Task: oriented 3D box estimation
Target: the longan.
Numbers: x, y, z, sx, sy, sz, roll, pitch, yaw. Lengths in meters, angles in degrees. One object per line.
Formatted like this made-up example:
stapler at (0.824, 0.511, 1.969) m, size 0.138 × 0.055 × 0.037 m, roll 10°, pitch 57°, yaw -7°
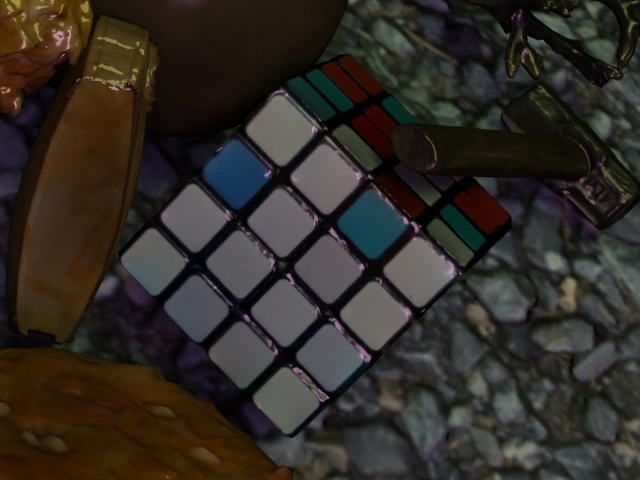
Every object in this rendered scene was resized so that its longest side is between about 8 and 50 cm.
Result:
longan at (-0.095, -0.184, 1.235) m, size 0.248 × 0.248 × 0.248 m, roll 13°, pitch 57°, yaw -21°

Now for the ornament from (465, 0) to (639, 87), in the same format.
ornament at (0.152, -0.207, 1.449) m, size 0.236 × 0.080 × 0.202 m, roll 42°, pitch 44°, yaw 16°

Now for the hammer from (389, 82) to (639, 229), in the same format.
hammer at (0.120, -0.058, 1.266) m, size 0.111 × 0.043 × 0.365 m, roll 50°, pitch 17°, yaw 14°

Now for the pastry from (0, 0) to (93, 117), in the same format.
pastry at (-0.232, -0.114, 1.133) m, size 0.102 × 0.250 × 0.154 m, roll 9°, pitch 58°, yaw -48°

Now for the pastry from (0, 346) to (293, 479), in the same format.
pastry at (-0.154, 0.182, 0.960) m, size 0.284 × 0.184 × 0.316 m, roll 31°, pitch 26°, yaw 30°

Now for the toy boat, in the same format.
toy boat at (-0.141, -0.030, 1.148) m, size 0.064 × 0.206 × 0.072 m, roll 16°, pitch 23°, yaw -10°

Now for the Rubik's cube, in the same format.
Rubik's cube at (0.000, 0.000, 1.192) m, size 0.155 × 0.154 × 0.151 m, roll 45°, pitch 20°, yaw 2°
